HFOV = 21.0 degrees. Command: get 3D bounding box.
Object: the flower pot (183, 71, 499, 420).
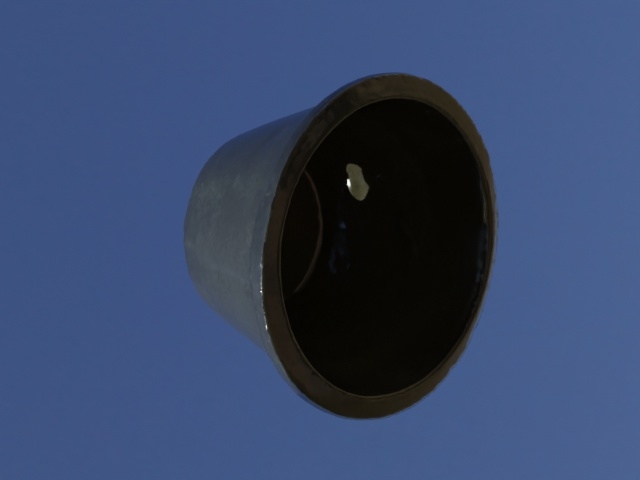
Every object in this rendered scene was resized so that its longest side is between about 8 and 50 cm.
[{"bbox_3d":[0.000,0.000,1.361,0.269,0.166,0.269,-6,-81,-45],"label":"flower pot"}]
